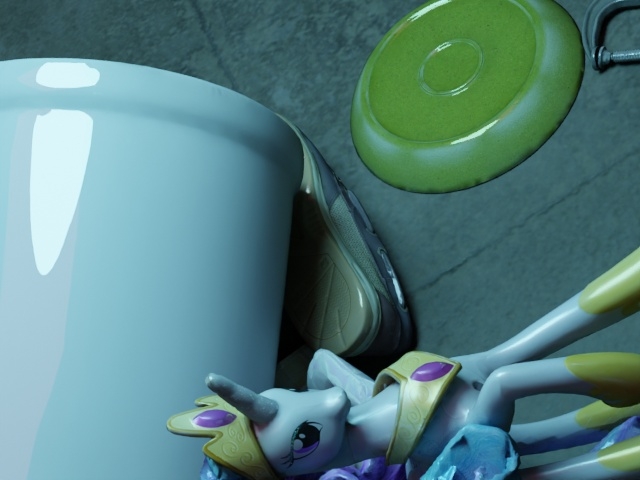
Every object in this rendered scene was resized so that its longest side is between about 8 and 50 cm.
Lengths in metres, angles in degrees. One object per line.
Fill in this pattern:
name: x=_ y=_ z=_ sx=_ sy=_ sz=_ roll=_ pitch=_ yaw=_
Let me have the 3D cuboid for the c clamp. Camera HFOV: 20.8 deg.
c clamp: x=0.303 y=-0.184 z=1.564 sx=0.160 sy=0.022 sz=0.137 roll=4 pitch=60 yaw=33

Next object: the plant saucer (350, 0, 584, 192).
plant saucer: x=0.129 y=-0.155 z=1.642 sx=0.241 sy=0.037 sz=0.241 roll=-17 pitch=50 yaw=21

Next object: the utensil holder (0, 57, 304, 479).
utensil holder: x=-0.187 y=0.091 z=1.420 sx=0.327 sy=0.327 sz=0.385 roll=-6 pitch=71 yaw=29

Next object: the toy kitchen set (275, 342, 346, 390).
toy kitchen set: x=-0.016 y=0.142 z=1.526 sx=0.068 sy=0.075 sz=0.083 roll=46 pitch=126 yaw=9

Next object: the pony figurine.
pony figurine: x=0.091 y=0.159 z=1.268 sx=0.363 sy=0.351 sz=0.303 roll=-15 pitch=53 yaw=-2

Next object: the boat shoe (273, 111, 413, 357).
boat shoe: x=0.000 y=0.000 z=1.573 sx=0.103 sy=0.092 sz=0.285 roll=-48 pitch=46 yaw=20
